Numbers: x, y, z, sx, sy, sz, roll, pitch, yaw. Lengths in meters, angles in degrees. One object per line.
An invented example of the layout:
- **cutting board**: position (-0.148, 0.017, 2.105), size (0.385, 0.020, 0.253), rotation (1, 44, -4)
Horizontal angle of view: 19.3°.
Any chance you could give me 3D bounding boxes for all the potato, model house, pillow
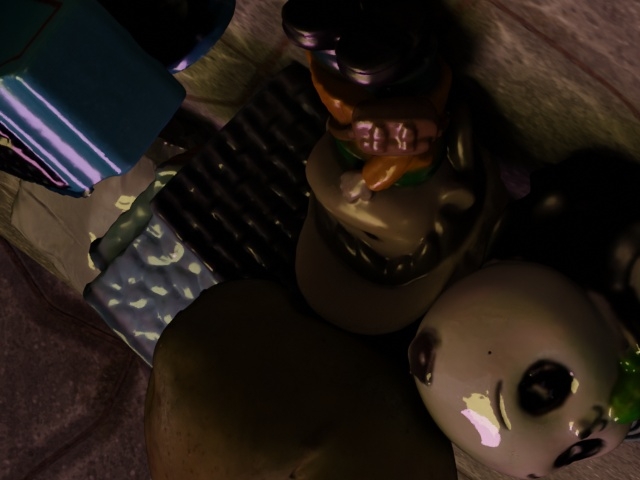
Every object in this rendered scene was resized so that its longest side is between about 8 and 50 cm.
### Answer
- **potato**: position (-0.027, 0.190, 1.658), size (0.326, 0.243, 0.221), rotation (35, -148, 33)
- **model house**: position (0.000, 0.000, 1.886), size (0.360, 0.297, 0.339), rotation (46, 123, 8)
- **pillow**: position (-0.258, -0.057, 2.263), size (0.283, 0.138, 0.310), rotation (35, 130, 22)

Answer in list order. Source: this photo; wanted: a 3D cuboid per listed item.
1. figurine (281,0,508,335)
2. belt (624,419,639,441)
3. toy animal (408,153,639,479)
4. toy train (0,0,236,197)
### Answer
- **figurine**: position (0.070, -0.087, 1.603), size (0.185, 0.204, 0.332), rotation (38, 142, 33)
- **belt**: position (0.258, 0.120, 1.892), size (0.206, 0.116, 0.267), rotation (30, 163, 3)
- **toy animal**: position (0.207, 0.071, 1.553), size (0.212, 0.267, 0.212), rotation (30, 161, 12)
- **toy train**: position (-0.243, -0.184, 1.719), size (0.188, 0.265, 0.300), rotation (43, 165, -33)
